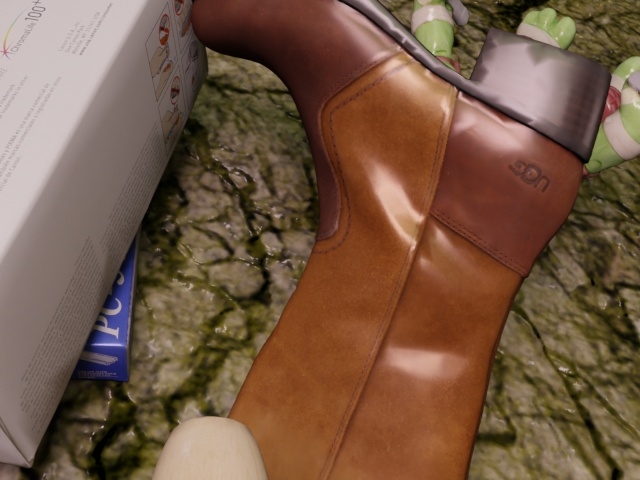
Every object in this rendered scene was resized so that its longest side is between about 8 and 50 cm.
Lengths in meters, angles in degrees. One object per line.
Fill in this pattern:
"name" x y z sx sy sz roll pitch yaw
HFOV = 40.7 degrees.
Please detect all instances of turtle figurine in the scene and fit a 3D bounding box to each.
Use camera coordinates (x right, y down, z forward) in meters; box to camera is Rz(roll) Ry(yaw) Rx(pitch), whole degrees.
"turtle figurine" 0.168 -0.139 0.622 0.198 0.274 0.266 4 18 32

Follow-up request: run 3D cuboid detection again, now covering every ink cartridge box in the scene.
"ink cartridge box" -0.167 -0.009 0.568 0.097 0.046 0.207 2 52 -9
"ink cartridge box" -0.241 -0.064 0.491 0.272 0.130 0.309 10 53 8

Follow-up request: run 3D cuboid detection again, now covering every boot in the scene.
"boot" 0.000 0.000 0.510 0.264 0.096 0.280 21 94 11

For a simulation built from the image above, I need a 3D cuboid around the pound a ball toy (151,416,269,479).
"pound a ball toy" 0.076 0.201 0.352 0.319 0.208 0.135 12 51 -3
